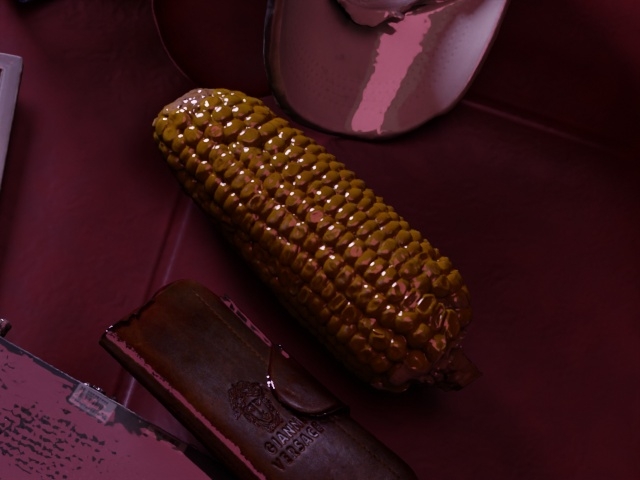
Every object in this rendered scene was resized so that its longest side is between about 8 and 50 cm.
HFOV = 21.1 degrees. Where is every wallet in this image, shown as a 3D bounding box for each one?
[{"bbox_3d":[-0.040,0.132,1.285,0.255,0.031,0.137,44,38,5],"label":"wallet"}]

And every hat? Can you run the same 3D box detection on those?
[{"bbox_3d":[0.038,-0.234,1.436,0.258,0.168,0.301,18,88,-26],"label":"hat"}]

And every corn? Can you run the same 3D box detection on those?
[{"bbox_3d":[0.000,0.000,1.326,0.322,0.119,0.119,44,66,8],"label":"corn"}]

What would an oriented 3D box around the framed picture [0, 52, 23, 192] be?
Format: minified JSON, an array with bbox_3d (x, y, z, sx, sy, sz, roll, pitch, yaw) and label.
[{"bbox_3d":[-0.378,-0.069,1.323,0.274,0.017,0.217,11,69,-8],"label":"framed picture"}]

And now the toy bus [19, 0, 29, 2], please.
[{"bbox_3d":[-0.159,-0.277,1.418,0.236,0.094,0.079,-29,76,-21],"label":"toy bus"}]

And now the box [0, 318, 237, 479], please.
[{"bbox_3d":[-0.193,0.191,1.244,0.270,0.045,0.211,31,66,1],"label":"box"}]
